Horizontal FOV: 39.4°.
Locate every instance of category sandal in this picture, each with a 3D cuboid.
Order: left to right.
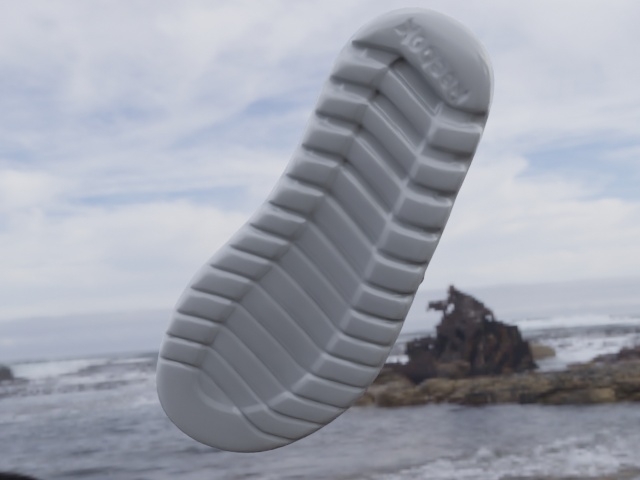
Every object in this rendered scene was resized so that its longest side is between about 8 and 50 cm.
[{"bbox_3d":[0.013,0.009,0.737,0.169,0.416,0.102,34,19,1],"label":"sandal"}]
